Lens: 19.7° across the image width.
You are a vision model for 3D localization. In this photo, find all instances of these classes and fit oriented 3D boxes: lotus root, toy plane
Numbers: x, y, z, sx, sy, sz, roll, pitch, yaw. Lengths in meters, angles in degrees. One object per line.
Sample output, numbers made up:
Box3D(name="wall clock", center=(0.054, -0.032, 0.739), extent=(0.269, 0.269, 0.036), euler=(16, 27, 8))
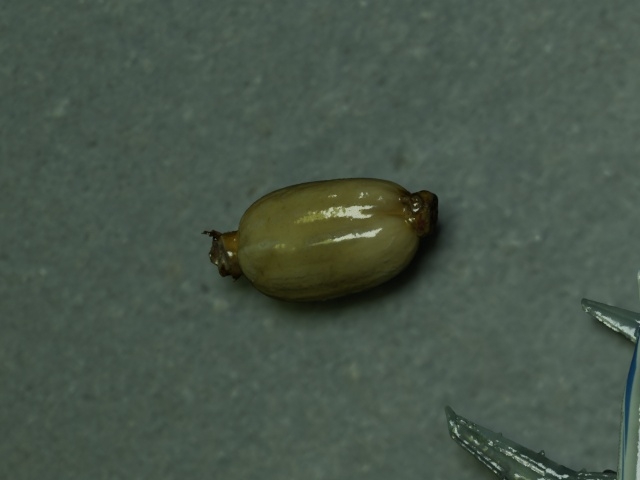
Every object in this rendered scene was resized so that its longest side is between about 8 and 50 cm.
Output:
Box3D(name="lotus root", center=(0.000, 0.000, 1.086), extent=(0.150, 0.062, 0.073), euler=(-10, 65, 22))
Box3D(name="toy plane", center=(0.170, 0.131, 0.976), extent=(0.226, 0.058, 0.226), euler=(0, 79, 20))
